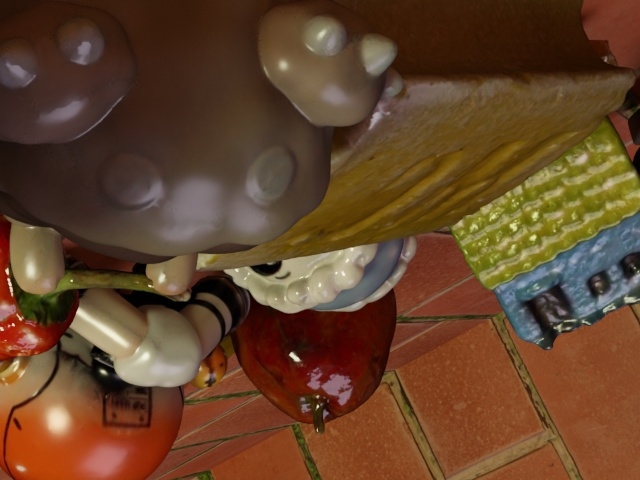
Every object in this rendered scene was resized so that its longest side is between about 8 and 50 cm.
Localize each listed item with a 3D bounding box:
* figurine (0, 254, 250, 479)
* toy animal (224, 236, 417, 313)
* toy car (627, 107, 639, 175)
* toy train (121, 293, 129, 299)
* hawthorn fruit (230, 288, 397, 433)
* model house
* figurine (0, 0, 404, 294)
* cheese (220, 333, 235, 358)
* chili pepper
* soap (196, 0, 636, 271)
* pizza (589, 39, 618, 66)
[{"bbox_3d":[-0.242,0.165,1.214,0.320,0.196,0.323,8,132,-35],"label":"figurine"},{"bbox_3d":[0.000,0.000,1.189,0.208,0.156,0.204,-34,167,17],"label":"toy animal"},{"bbox_3d":[0.525,-0.182,1.362,0.242,0.226,0.336,-10,144,-5],"label":"toy car"},{"bbox_3d":[-0.217,0.114,1.365,0.149,0.081,0.099,-11,160,-44],"label":"toy train"},{"bbox_3d":[-0.005,0.123,1.369,0.224,0.261,0.224,-4,129,-5],"label":"hawthorn fruit"},{"bbox_3d":[0.282,-0.051,1.390,0.237,0.216,0.303,-29,135,10],"label":"model house"},{"bbox_3d":[-0.121,-0.072,0.714,0.248,0.203,0.380,-2,170,-22],"label":"figurine"},{"bbox_3d":[-0.140,0.126,1.526,0.270,0.069,0.177,-31,-175,-19],"label":"cheese"},{"bbox_3d":[-0.277,0.041,0.931,0.338,0.131,0.134,-28,140,26],"label":"chili pepper"},{"bbox_3d":[0.058,-0.106,0.932,0.335,0.156,0.293,-8,162,-44],"label":"soap"},{"bbox_3d":[0.224,-0.142,1.191,0.188,0.062,0.199,-13,149,3],"label":"pizza"}]
